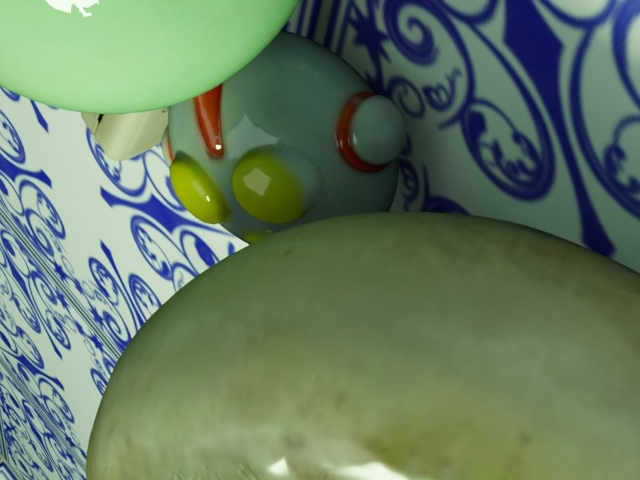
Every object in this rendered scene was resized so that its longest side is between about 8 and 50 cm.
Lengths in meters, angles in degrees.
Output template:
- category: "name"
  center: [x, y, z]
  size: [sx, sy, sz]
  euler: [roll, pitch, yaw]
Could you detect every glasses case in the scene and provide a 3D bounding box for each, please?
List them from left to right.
- category: "glasses case"
  center: [-0.100, -0.110, 0.866]
  size: [0.050, 0.083, 0.196]
  euler: [53, 157, 4]

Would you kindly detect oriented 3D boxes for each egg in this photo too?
- category: "egg"
  center: [-0.105, -0.189, 0.610]
  size: [0.220, 0.220, 0.270]
  euler: [14, 121, 56]

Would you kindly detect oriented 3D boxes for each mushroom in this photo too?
- category: "mushroom"
  center: [0.049, 0.166, 0.631]
  size: [0.362, 0.295, 0.362]
  euler: [17, 137, 17]

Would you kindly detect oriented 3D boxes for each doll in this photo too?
- category: "doll"
  center: [0.000, 0.000, 0.787]
  size: [0.199, 0.105, 0.336]
  euler: [3, 125, 44]
